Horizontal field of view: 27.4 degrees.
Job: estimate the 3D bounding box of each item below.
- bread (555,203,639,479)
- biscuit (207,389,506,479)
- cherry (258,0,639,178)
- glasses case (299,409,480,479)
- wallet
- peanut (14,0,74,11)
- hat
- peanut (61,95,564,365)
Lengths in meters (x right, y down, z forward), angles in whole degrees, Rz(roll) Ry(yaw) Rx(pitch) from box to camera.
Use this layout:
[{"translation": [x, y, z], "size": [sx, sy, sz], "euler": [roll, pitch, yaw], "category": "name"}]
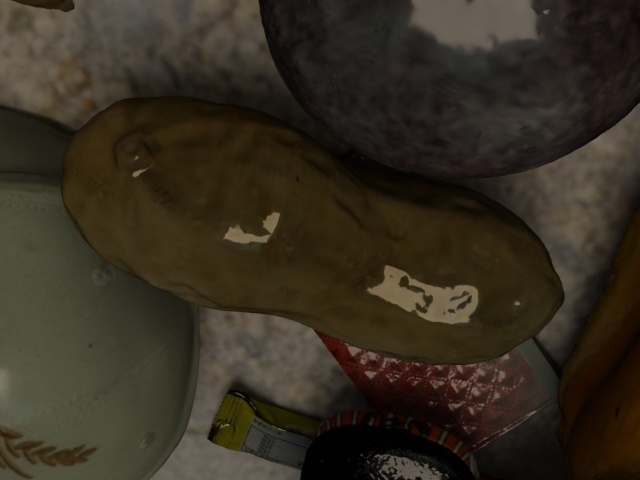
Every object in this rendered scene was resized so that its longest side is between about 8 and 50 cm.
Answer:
[{"translation": [0.256, -0.006, 0.670], "size": [0.185, 0.109, 0.380], "euler": [10, 120, -14], "category": "bread"}, {"translation": [0.074, 0.153, 0.803], "size": [0.291, 0.026, 0.048], "euler": [19, 120, -6], "category": "biscuit"}, {"translation": [0.058, -0.120, 0.585], "size": [0.195, 0.195, 0.195], "euler": [1, 117, 3], "category": "cherry"}, {"translation": [0.034, 0.206, 0.792], "size": [0.103, 0.067, 0.267], "euler": [11, 128, 7], "category": "glasses case"}, {"translation": [0.050, 0.040, 0.744], "size": [0.103, 0.020, 0.196], "euler": [-34, 109, 8], "category": "wallet"}, {"translation": [-0.187, -0.190, 0.613], "size": [0.214, 0.099, 0.099], "euler": [37, 113, -8], "category": "peanut"}, {"translation": [-0.188, 0.085, 0.662], "size": [0.168, 0.301, 0.258], "euler": [-1, 120, 28], "category": "hat"}, {"translation": [0.000, 0.000, 0.653], "size": [0.263, 0.117, 0.101], "euler": [19, 98, -17], "category": "peanut"}]
